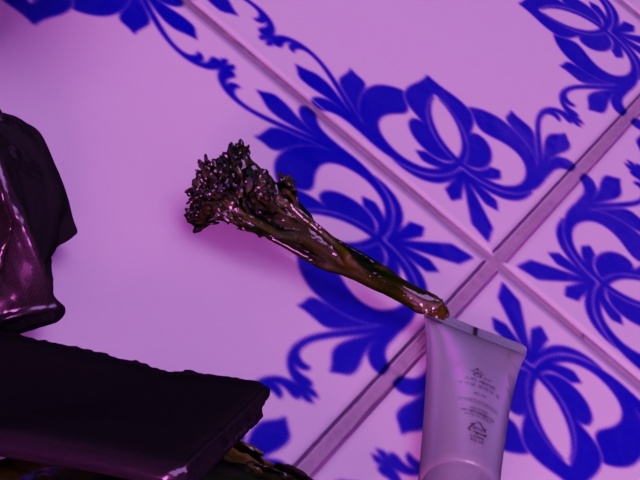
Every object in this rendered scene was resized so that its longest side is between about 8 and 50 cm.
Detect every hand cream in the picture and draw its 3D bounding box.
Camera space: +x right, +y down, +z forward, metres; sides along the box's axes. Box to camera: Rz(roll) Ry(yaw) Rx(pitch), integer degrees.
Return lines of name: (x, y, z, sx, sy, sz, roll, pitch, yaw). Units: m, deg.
hand cream: (0.094, 0.116, 1.048, 0.078, 0.050, 0.205, 20, 34, -3)

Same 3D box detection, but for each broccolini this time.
broccolini: (0.006, -0.007, 1.090, 0.201, 0.058, 0.074, 22, 43, -7)

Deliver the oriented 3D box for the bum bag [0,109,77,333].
bum bag: (-0.225, -0.041, 0.856, 0.326, 0.079, 0.142, 29, 41, -53)

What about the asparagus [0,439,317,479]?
asparagus: (-0.117, 0.154, 0.799, 0.382, 0.108, 0.128, -16, 65, -48)

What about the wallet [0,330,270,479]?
wallet: (-0.158, 0.078, 0.807, 0.244, 0.025, 0.124, 10, 17, 15)
